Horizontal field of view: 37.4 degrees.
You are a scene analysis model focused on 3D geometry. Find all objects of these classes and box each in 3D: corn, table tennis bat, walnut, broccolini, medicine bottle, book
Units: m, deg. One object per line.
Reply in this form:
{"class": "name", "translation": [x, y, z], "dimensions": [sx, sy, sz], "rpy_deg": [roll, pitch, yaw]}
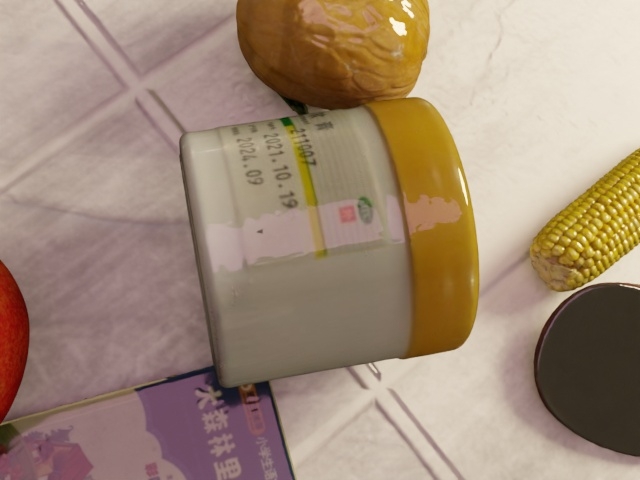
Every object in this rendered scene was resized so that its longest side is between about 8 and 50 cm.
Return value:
{"class": "corn", "translation": [0.325, -0.040, 0.995], "dimensions": [0.248, 0.081, 0.081], "rpy_deg": [-38, 86, -12]}
{"class": "table tennis bat", "translation": [0.365, 0.150, 0.980], "dimensions": [0.301, 0.022, 0.173], "rpy_deg": [22, 89, -6]}
{"class": "walnut", "translation": [0.013, -0.211, 0.950], "dimensions": [0.197, 0.165, 0.165], "rpy_deg": [5, 78, -7]}
{"class": "broccolini", "translation": [-0.006, -0.112, 0.998], "dimensions": [0.140, 0.030, 0.035], "rpy_deg": [48, 113, 8]}
{"class": "medicine bottle", "translation": [0.000, 0.000, 0.863], "dimensions": [0.232, 0.238, 0.238], "rpy_deg": [-8, 80, -9]}
{"class": "book", "translation": [-0.181, 0.256, 0.903], "dimensions": [0.322, 0.018, 0.228], "rpy_deg": [-15, 82, -10]}

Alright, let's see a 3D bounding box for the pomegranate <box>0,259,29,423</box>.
{"class": "pomegranate", "translation": [-0.374, 0.078, 0.815], "dimensions": [0.221, 0.221, 0.257], "rpy_deg": [-32, 68, -12]}
